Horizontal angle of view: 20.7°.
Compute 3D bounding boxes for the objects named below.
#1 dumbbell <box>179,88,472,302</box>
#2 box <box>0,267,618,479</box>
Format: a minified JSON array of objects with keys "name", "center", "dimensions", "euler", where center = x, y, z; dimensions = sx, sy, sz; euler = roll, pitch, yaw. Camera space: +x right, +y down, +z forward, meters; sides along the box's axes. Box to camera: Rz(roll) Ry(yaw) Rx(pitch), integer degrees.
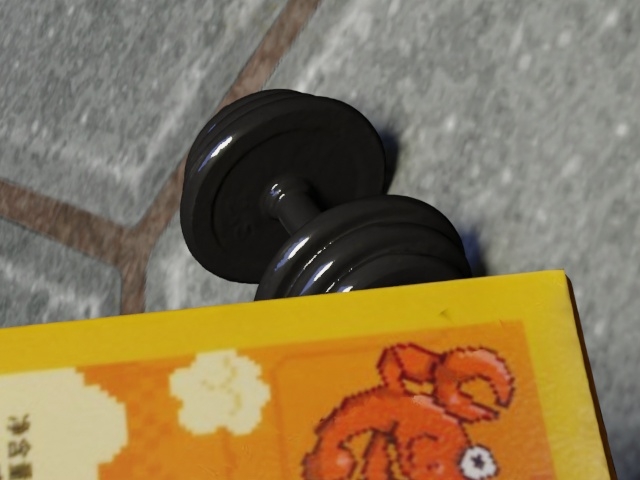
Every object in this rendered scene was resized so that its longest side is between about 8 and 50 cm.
[{"name":"dumbbell","center":[0.000,0.000,0.750],"dimensions":[0.099,0.099,0.208],"euler":[-58,41,19]},{"name":"box","center":[-0.005,0.197,0.516],"dimensions":[0.259,0.213,0.284],"euler":[94,168,-60]}]
